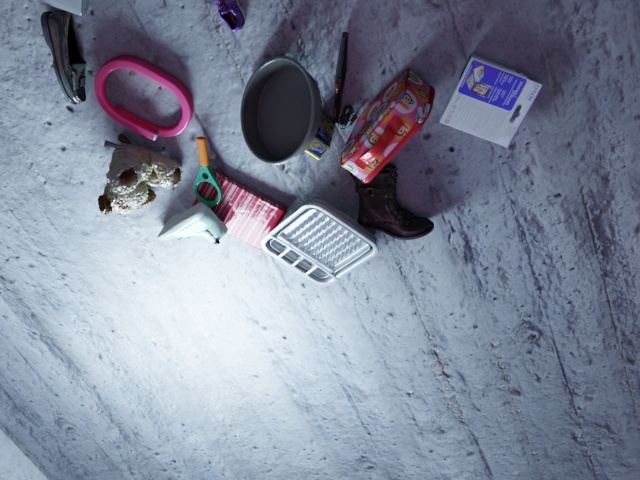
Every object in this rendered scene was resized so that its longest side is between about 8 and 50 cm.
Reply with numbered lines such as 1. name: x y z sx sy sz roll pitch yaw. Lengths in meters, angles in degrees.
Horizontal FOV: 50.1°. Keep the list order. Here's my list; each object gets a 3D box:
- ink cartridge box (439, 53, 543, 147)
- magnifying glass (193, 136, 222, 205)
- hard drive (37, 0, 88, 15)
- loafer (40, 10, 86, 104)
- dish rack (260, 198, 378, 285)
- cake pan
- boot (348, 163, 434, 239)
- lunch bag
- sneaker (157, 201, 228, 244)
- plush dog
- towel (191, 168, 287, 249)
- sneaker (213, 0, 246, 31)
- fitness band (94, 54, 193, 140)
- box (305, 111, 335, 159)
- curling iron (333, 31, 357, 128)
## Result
1. ink cartridge box: 0.461 -0.377 1.863 0.208 0.045 0.206 21 125 -3
2. magnifying glass: -0.353 -0.209 2.104 0.092 0.026 0.231 8 123 16
3. hard drive: -0.786 -0.764 1.811 0.353 0.047 0.233 17 126 -3
4. loafer: -0.710 -0.516 1.946 0.084 0.096 0.267 -6 122 7
5. dish rack: 0.000 0.000 2.144 0.285 0.072 0.333 34 141 -18
6. cake pan: -0.106 -0.353 1.876 0.293 0.054 0.293 2 92 42
7. boot: 0.214 -0.123 2.057 0.263 0.091 0.229 5 126 9
8. lunch bag: 0.175 -0.300 1.836 0.120 0.258 0.293 36 124 -12
9. sneaker: -0.414 -0.020 2.225 0.256 0.094 0.151 -21 126 39
10. plush dog: -0.591 -0.180 2.104 0.210 0.262 0.225 40 118 22
11. towel: -0.264 -0.096 2.198 0.275 0.031 0.199 29 127 -8
12. sneaker: -0.251 -0.629 1.797 0.068 0.071 0.170 -22 118 23
13. fitness band: -0.516 -0.415 2.004 0.291 0.054 0.209 27 125 -10
14. box: -0.001 -0.297 1.923 0.059 0.169 0.054 32 123 -15
15. curling iron: 0.067 -0.440 1.897 0.068 0.035 0.274 -5 122 -5
